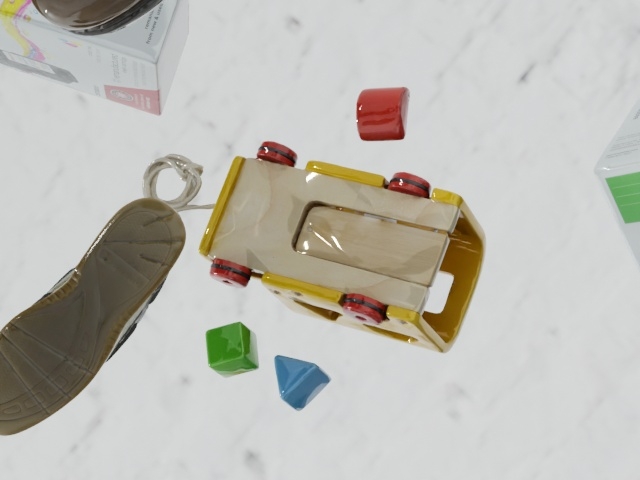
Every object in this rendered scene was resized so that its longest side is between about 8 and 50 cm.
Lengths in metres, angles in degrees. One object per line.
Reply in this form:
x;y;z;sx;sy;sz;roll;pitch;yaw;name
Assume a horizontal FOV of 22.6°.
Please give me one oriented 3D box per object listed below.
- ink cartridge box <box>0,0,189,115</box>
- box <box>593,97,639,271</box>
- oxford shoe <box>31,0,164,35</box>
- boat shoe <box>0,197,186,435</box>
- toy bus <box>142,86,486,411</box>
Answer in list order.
-0.183;-0.159;1.102;0.127;0.175;0.072;110;177;-78;ink cartridge box
0.255;-0.045;1.070;0.101;0.087;0.102;-11;28;38;box
-0.073;-0.161;0.616;0.096;0.083;0.227;-38;-12;-48;oxford shoe
-0.123;0.043;0.847;0.152;0.056;0.049;-45;-8;4;boat shoe
0.009;0.008;1.065;0.191;0.202;0.104;-28;-29;8;toy bus
